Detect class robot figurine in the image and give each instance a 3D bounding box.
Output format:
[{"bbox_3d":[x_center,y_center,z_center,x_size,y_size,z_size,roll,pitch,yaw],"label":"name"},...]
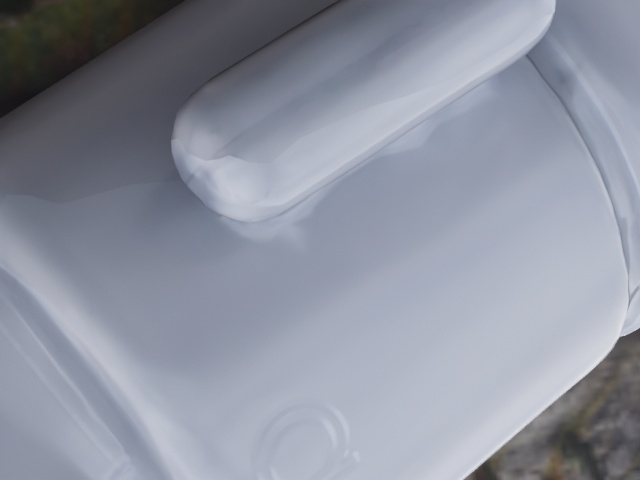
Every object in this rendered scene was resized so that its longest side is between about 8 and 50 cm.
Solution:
[{"bbox_3d":[0.000,0.000,0.544,0.353,0.199,0.300,-37,169,-20],"label":"robot figurine"}]
